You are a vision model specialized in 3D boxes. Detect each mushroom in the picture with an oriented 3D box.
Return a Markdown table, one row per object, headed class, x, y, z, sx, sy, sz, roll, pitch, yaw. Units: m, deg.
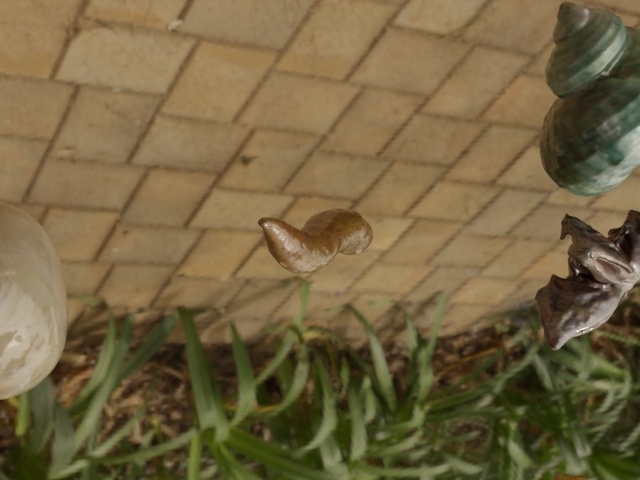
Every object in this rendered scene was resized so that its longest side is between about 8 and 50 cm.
| class | x | y | z | sx | sy | sz | roll | pitch | yaw |
| --- | --- | --- | --- | --- | --- | --- | --- | --- | --- |
| mushroom | -0.354 | 0.064 | 0.995 | 0.204 | 0.204 | 0.204 | -12 | 153 | -6 |

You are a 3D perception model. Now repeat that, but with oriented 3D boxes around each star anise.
| class | x | y | z | sx | sy | sz | roll | pitch | yaw |
| --- | --- | --- | --- | --- | --- | --- | --- | --- | --- |
| star anise | 0.343 | 0.035 | 1.253 | 0.258 | 0.111 | 0.198 | -14 | 140 | -57 |

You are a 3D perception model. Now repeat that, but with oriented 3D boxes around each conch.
| class | x | y | z | sx | sy | sz | roll | pitch | yaw |
| --- | --- | --- | --- | --- | --- | --- | --- | --- | --- |
| conch | 0.380 | -0.194 | 1.343 | 0.220 | 0.277 | 0.195 | 2 | -144 | 47 |

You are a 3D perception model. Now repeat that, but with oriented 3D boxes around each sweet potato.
| class | x | y | z | sx | sy | sz | roll | pitch | yaw |
| --- | --- | --- | --- | --- | --- | --- | --- | --- | --- |
| sweet potato | 0.000 | 0.000 | 1.156 | 0.281 | 0.059 | 0.067 | -18 | 128 | -68 |

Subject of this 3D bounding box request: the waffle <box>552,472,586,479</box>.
| class | x | y | z | sx | sy | sz | roll | pitch | yaw |
| --- | --- | --- | --- | --- | --- | --- | --- | --- | --- |
| waffle | 0.301 | 0.366 | 1.120 | 0.055 | 0.210 | 0.160 | -21 | 161 | 32 |
